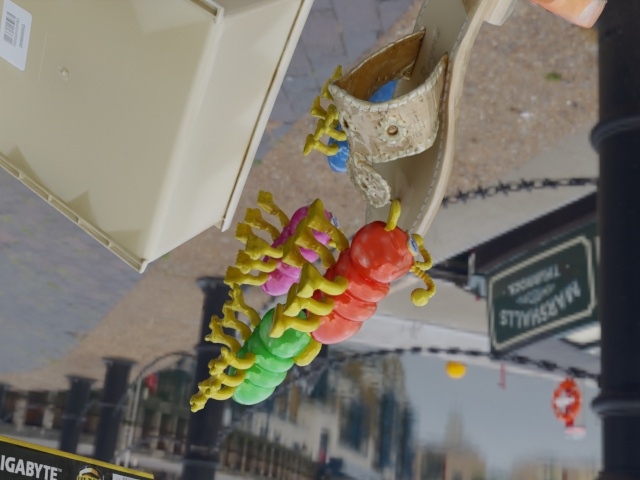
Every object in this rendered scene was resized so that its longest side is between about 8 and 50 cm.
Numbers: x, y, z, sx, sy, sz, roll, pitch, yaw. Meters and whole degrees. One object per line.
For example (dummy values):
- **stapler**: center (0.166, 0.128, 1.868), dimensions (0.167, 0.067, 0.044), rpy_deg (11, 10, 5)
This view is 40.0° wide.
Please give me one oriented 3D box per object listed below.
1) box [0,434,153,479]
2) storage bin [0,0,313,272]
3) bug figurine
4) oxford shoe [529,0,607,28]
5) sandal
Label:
- **box**: center (-0.367, 0.262, 0.844), dimensions (0.322, 0.079, 0.257), rpy_deg (-13, 155, 20)
- **storage bin**: center (-0.176, -0.156, 0.744), dimensions (0.260, 0.123, 0.262), rpy_deg (36, 129, 14)
- **bug figurine**: center (0.000, 0.000, 0.600), dimensions (0.072, 0.279, 0.216), rpy_deg (29, 124, -15)
- **oxford shoe**: center (0.160, -0.367, 0.896), dimensions (0.363, 0.133, 0.130), rpy_deg (37, -154, 12)
- **sandal**: center (0.043, -0.097, 0.527), dimensions (0.079, 0.240, 0.088), rpy_deg (8, -153, -28)
